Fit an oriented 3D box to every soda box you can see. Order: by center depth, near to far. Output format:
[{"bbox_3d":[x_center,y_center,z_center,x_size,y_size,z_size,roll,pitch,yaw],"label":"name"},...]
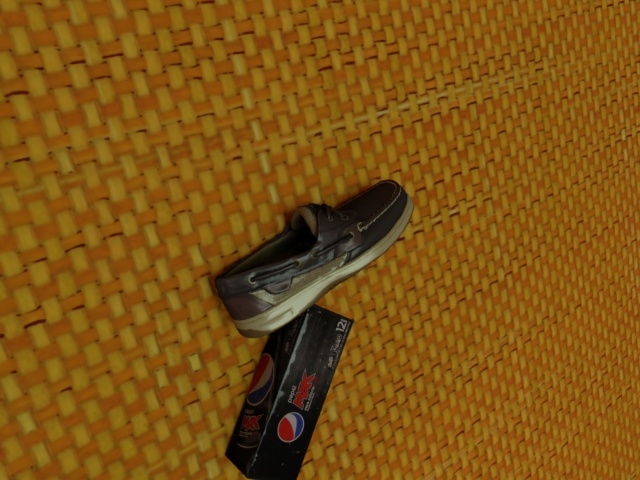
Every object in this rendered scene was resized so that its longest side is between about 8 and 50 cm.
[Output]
[{"bbox_3d":[-0.031,0.144,0.535,0.060,0.053,0.169,25,81,-31],"label":"soda box"}]

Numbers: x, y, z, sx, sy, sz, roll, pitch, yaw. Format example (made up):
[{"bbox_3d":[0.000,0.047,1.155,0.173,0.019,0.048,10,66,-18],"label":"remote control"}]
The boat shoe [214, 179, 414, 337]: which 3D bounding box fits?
[{"bbox_3d":[-0.001,0.000,0.525,0.223,0.080,0.073,-38,119,-19],"label":"boat shoe"}]
